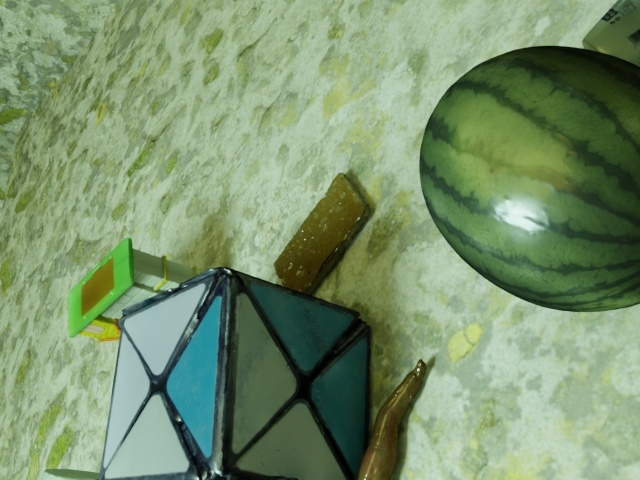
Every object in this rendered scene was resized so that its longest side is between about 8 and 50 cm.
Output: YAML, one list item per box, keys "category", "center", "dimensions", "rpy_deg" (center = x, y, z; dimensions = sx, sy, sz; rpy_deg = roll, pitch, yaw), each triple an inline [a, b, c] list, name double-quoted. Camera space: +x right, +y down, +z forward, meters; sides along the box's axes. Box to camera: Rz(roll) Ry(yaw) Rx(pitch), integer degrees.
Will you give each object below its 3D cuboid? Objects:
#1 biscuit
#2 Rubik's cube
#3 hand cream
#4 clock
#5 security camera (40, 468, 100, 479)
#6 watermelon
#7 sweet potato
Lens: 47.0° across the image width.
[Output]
- category: "biscuit"
  center: [0.000, 0.000, 1.316]
  dimensions: [0.231, 0.025, 0.131]
  rpy_deg: [-53, 39, 21]
- category: "Rubik's cube"
  center: [-0.125, 0.242, 1.122]
  dimensions: [0.310, 0.306, 0.306]
  rpy_deg: [-21, 55, 43]
- category: "hand cream"
  center: [0.442, -0.309, 0.889]
  dimensions: [0.340, 0.077, 0.124]
  rpy_deg: [-44, 42, 18]
- category: "clock"
  center: [-0.340, 0.127, 1.492]
  dimensions: [0.219, 0.255, 0.106]
  rpy_deg: [-38, 48, 31]
- category: "security camera"
  center: [-0.514, 0.608, 1.538]
  dimensions: [0.194, 0.194, 0.237]
  rpy_deg: [-7, 66, 50]
- category: "watermelon"
  center: [0.256, -0.074, 0.822]
  dimensions: [0.279, 0.278, 0.359]
  rpy_deg: [-59, 40, 14]
- category: "sweet potato"
  center: [0.100, 0.268, 1.048]
  dimensions: [0.050, 0.050, 0.214]
  rpy_deg: [12, 77, 53]
